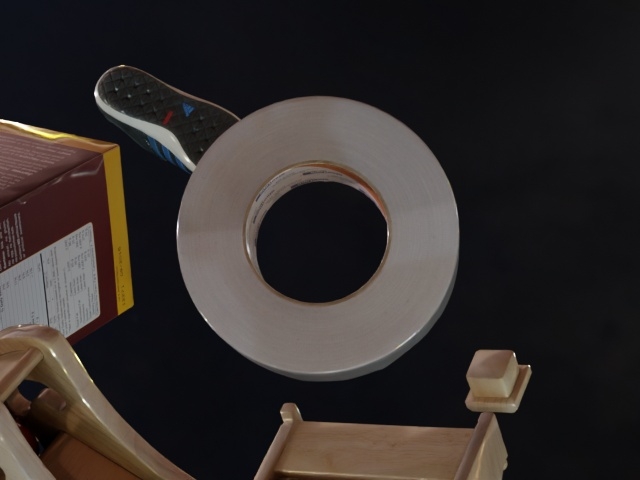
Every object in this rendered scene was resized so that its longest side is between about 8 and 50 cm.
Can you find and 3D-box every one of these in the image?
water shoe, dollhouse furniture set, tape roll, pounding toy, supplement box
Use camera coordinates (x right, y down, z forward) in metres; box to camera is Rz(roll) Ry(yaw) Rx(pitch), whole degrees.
[{"bbox_3d":[-0.137,-0.109,1.888,0.203,0.080,0.073,35,-104,5],"label":"water shoe"},{"bbox_3d":[-0.002,0.266,1.533,0.303,0.174,0.355,1,-139,29],"label":"dollhouse furniture set"},{"bbox_3d":[0.000,0.000,1.456,0.219,0.219,0.072,21,173,7],"label":"tape roll"},{"bbox_3d":[-0.133,0.118,1.051,0.269,0.154,0.155,26,-138,10],"label":"pounding toy"},{"bbox_3d":[-0.268,0.008,1.286,0.191,0.129,0.194,13,-152,30],"label":"supplement box"}]
